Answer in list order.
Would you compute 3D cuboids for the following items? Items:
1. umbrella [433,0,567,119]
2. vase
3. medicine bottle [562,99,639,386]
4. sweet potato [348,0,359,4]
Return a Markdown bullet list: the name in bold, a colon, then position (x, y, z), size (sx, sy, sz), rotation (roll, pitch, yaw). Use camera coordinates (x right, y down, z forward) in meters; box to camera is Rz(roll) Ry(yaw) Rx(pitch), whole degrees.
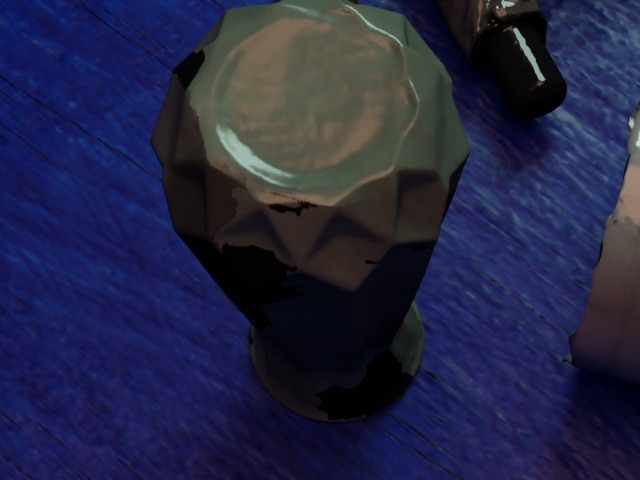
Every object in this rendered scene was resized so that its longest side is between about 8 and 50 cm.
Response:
- **umbrella**: position (0.082, -0.230, 1.363), size (0.067, 0.073, 0.337), rotation (-28, 70, 9)
- **vase**: position (0.000, 0.000, 1.124), size (0.165, 0.360, 0.165), rotation (-1, 68, 2)
- **medicine bottle**: position (0.330, 0.031, 1.184), size (0.332, 0.190, 0.190), rotation (16, 71, 9)
- **sweet potato**: position (0.008, -0.125, 1.326), size (0.075, 0.075, 0.269), rotation (-13, 66, -2)
